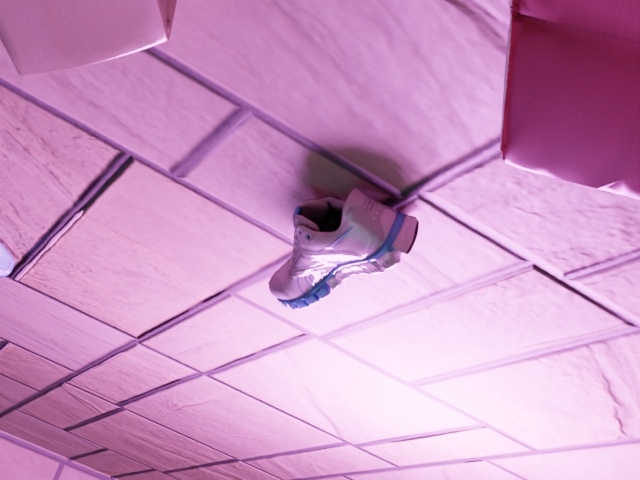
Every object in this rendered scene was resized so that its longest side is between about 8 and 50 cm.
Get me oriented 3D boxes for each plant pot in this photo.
[{"bbox_3d":[-0.138,-0.170,0.569,0.096,0.109,0.109,3,152,5],"label":"plant pot"}]

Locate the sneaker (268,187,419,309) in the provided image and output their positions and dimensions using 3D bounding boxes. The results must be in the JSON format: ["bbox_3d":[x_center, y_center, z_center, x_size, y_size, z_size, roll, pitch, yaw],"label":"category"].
[{"bbox_3d":[0.000,0.000,0.851,0.083,0.071,0.190,37,141,-19],"label":"sneaker"}]

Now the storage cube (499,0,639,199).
[{"bbox_3d":[0.181,-0.123,0.325,0.193,0.215,0.184,17,155,18],"label":"storage cube"}]

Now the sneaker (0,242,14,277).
[{"bbox_3d":[-0.412,-0.002,1.116,0.073,0.063,0.162,1,149,26],"label":"sneaker"}]
